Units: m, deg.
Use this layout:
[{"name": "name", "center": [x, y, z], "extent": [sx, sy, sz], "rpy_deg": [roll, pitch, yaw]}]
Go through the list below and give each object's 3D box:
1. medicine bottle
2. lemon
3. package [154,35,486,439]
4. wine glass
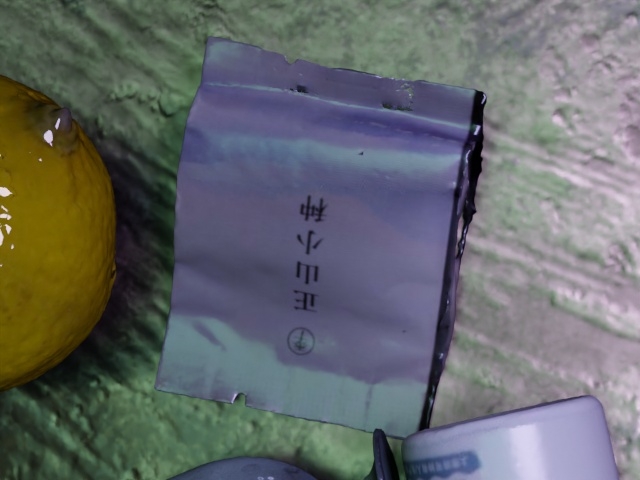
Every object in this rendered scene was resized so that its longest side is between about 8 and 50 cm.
[{"name": "medicine bottle", "center": [0.140, 0.225, 1.068], "extent": [0.139, 0.139, 0.237], "rpy_deg": [-14, 86, 9]}, {"name": "lemon", "center": [-0.261, -0.005, 1.110], "extent": [0.253, 0.228, 0.228], "rpy_deg": [-2, 86, 19]}, {"name": "package", "center": [0.000, 0.000, 1.152], "extent": [0.204, 0.062, 0.251], "rpy_deg": [12, 102, 11]}, {"name": "wine glass", "center": [-0.047, 0.190, 1.125], "extent": [0.202, 0.093, 0.093], "rpy_deg": [-14, 84, 7]}]
